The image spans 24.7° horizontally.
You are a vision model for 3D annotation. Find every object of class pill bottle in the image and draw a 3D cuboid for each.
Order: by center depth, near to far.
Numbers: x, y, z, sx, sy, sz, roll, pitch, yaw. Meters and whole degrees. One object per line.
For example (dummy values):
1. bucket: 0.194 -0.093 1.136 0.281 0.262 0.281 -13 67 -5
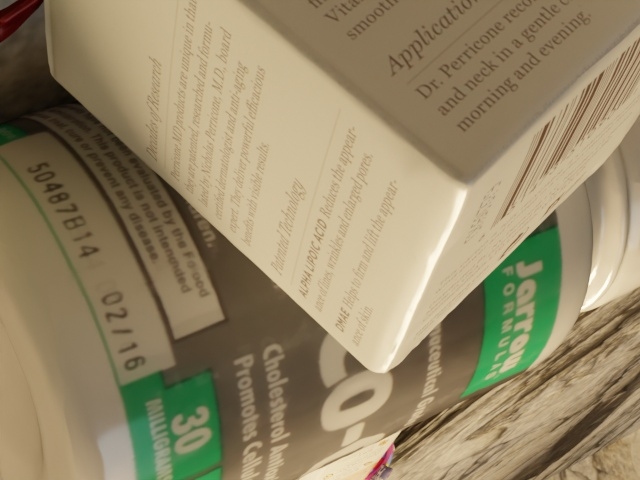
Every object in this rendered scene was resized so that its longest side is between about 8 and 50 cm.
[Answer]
1. pill bottle: 0.000 0.000 0.722 0.361 0.204 0.204 -22 158 -28

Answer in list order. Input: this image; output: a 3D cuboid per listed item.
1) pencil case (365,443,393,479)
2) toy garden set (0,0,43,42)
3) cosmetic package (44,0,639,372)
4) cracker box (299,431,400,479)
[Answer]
1. pencil case: 0.026 0.227 1.478 0.104 0.104 0.236 -28 162 -12
2. toy garden set: -0.204 -0.057 0.513 0.244 0.049 0.204 -38 163 6
3. cosmetic package: 0.016 -0.084 0.526 0.151 0.184 0.151 -41 165 -24
4. cracker box: -0.010 0.069 0.944 0.067 0.155 0.232 -22 158 -25
